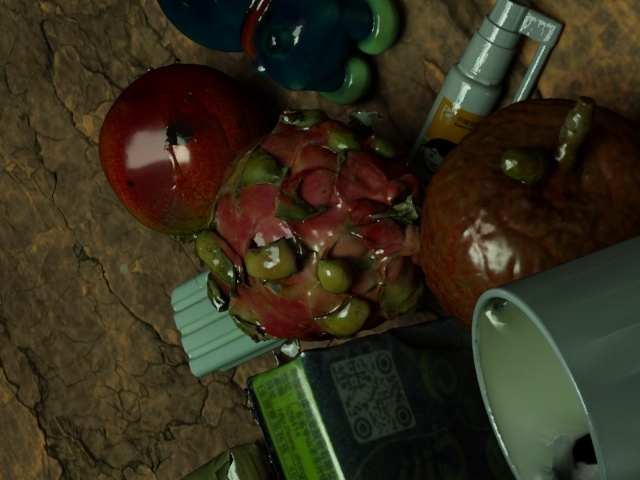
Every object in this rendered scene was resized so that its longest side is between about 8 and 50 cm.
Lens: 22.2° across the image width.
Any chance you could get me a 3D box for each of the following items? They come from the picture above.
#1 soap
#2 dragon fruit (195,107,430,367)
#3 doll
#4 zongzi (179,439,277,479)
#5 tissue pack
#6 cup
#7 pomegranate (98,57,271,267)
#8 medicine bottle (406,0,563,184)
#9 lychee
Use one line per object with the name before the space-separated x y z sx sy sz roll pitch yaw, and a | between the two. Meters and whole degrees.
soap | -0.090 0.080 1.990 0.198 0.066 0.119 -27 76 41
dragon fruit | 0.000 0.000 1.738 0.269 0.250 0.291 -43 22 -4
doll | -0.071 -0.292 1.845 0.322 0.186 0.198 40 120 27
zongzi | -0.099 0.352 2.040 0.160 0.078 0.176 -35 81 46
tissue pack | 0.112 0.287 1.695 0.124 0.288 0.394 -31 76 43
cup | 0.338 0.140 1.418 0.237 0.327 0.322 -176 69 -73
pomegranate | -0.156 -0.094 1.934 0.210 0.210 0.235 11 120 40
medicine bottle | 0.174 -0.153 1.735 0.092 0.061 0.220 29 117 8
lychee | 0.221 -0.021 1.582 0.255 0.255 0.300 59 164 18
